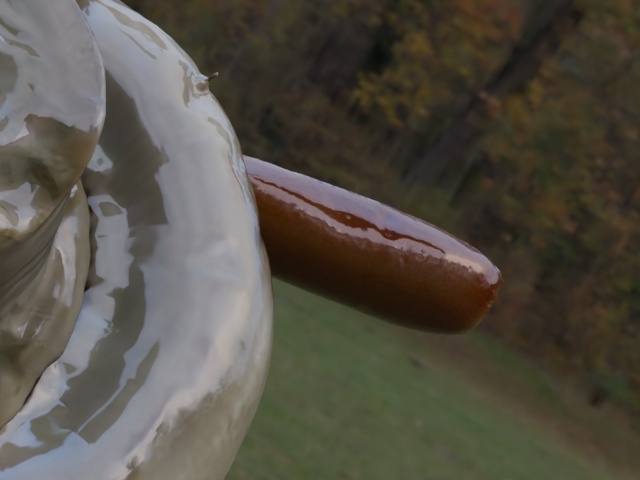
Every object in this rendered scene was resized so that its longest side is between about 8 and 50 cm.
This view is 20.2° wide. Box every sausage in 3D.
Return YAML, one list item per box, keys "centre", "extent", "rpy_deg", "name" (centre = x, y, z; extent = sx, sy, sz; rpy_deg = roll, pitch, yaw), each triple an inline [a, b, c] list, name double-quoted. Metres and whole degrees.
- centre: [0.000, 0.000, 1.353]
  extent: [0.300, 0.083, 0.089]
  rpy_deg: [19, -11, -18]
  name: "sausage"

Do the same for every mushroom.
- centre: [-0.133, -0.003, 0.637]
  extent: [0.292, 0.292, 0.290]
  rpy_deg: [30, -32, -10]
  name: "mushroom"
